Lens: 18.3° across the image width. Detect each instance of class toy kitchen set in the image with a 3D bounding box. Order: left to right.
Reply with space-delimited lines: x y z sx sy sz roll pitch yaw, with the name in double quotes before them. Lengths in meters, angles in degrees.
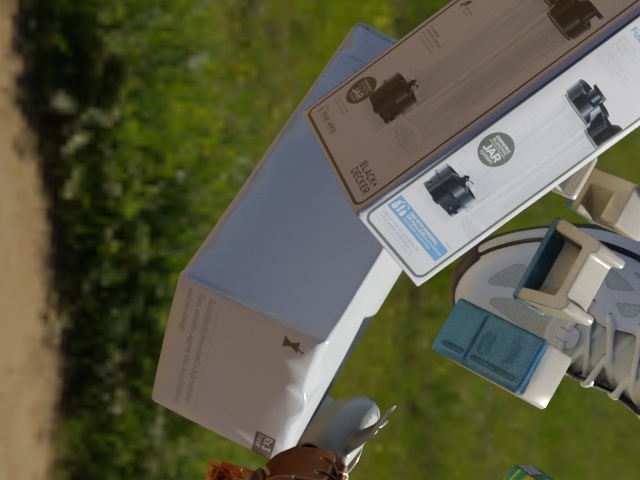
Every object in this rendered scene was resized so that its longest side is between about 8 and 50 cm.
"toy kitchen set" 0.155 0.006 1.699 0.166 0.122 0.207 32 86 -39

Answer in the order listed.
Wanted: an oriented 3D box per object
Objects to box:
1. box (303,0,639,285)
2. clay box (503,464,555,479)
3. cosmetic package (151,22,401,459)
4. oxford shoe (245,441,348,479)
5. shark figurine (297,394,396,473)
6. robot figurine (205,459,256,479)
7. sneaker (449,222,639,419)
"box" 0.142 -0.116 1.464 0.087 0.290 0.169 48 8 -33
"clay box" 0.163 0.331 2.007 0.222 0.053 0.127 -56 164 3
"cosmetic package" 0.000 0.000 1.923 0.385 0.156 0.217 -55 169 -41
"oxford shoe" -0.008 0.204 1.603 0.076 0.076 0.212 47 -1 -15
"shark figurine" 0.008 0.187 2.127 0.166 0.116 0.278 -51 176 17
"robot figurine" -0.098 0.391 2.142 0.085 0.211 0.291 21 80 -37
"sneaker" 0.360 0.128 2.169 0.257 0.448 0.169 -82 -173 -63
